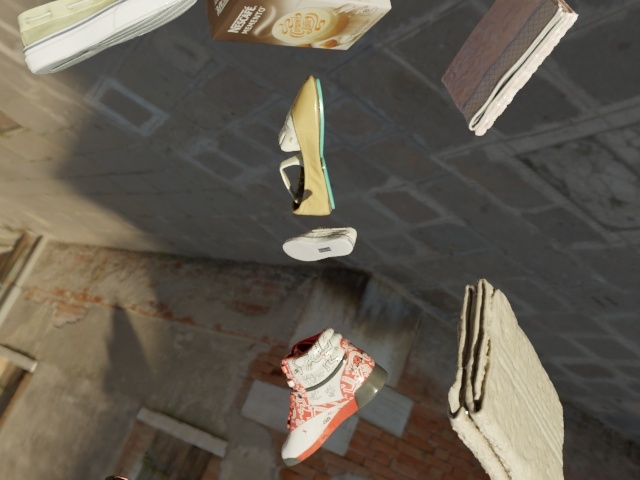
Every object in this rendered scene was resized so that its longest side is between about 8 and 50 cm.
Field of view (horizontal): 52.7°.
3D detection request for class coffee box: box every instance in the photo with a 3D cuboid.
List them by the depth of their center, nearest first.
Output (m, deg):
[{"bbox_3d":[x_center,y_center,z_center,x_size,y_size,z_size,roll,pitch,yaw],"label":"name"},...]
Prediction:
[{"bbox_3d":[-0.038,-0.372,0.986,0.247,0.098,0.141,-6,169,-30],"label":"coffee box"}]

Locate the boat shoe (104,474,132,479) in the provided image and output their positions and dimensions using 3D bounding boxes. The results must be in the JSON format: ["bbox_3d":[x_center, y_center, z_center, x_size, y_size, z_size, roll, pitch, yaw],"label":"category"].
[{"bbox_3d":[-0.296,0.423,1.061,0.133,0.049,0.042,32,-167,-24],"label":"boat shoe"}]

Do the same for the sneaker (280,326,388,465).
[{"bbox_3d":[-0.020,0.256,1.081,0.145,0.090,0.270,41,120,2],"label":"sneaker"}]

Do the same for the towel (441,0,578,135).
[{"bbox_3d":[0.419,-0.447,1.511,0.053,0.317,0.332,24,122,-20],"label":"towel"}]

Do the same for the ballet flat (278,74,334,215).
[{"bbox_3d":[-0.024,-0.121,0.916,0.073,0.080,0.232,-8,132,0],"label":"ballet flat"}]

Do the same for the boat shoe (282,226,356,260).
[{"bbox_3d":[0.000,0.000,0.808,0.100,0.035,0.035,-9,127,33],"label":"boat shoe"}]

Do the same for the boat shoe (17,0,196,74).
[{"bbox_3d":[-0.322,-0.336,0.944,0.302,0.109,0.094,-17,103,16],"label":"boat shoe"}]

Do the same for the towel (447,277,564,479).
[{"bbox_3d":[0.217,0.194,0.735,0.049,0.187,0.282,-14,127,31],"label":"towel"}]
